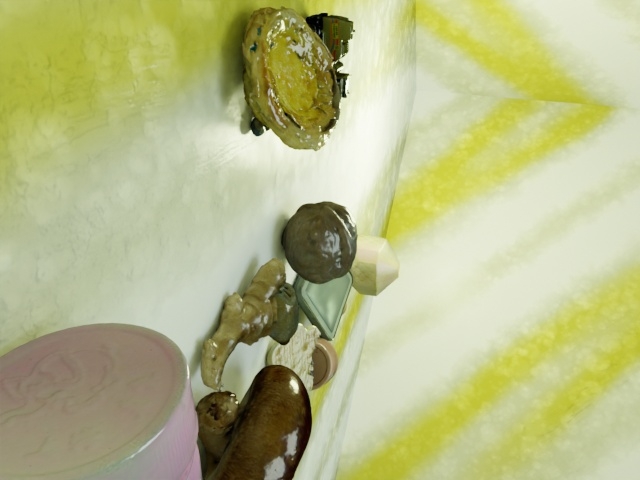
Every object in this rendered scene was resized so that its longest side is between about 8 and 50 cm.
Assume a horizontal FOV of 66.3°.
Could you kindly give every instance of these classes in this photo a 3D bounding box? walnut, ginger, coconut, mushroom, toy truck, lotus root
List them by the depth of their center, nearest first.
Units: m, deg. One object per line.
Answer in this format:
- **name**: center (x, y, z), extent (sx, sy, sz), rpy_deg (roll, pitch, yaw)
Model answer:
- **mushroom**: center (-0.135, 0.432, 0.998), extent (0.345, 0.239, 0.345), rpy_deg (-44, 156, -25)
- **ginger**: center (-0.154, 0.167, 1.005), extent (0.333, 0.081, 0.147), rpy_deg (-48, 145, -54)
- **toy truck**: center (0.016, -0.412, 1.199), extent (0.127, 0.127, 0.256), rpy_deg (-59, 158, -58)
- **lotus root**: center (-0.096, 0.191, 1.229), extent (0.113, 0.088, 0.192), rpy_deg (-72, 165, -53)
- **walnut**: center (0.000, 0.000, 1.268), extent (0.224, 0.224, 0.224), rpy_deg (9, 90, -76)
- **coconut**: center (0.197, 0.100, 1.970), extent (0.259, 0.260, 0.259), rpy_deg (9, 90, -76)

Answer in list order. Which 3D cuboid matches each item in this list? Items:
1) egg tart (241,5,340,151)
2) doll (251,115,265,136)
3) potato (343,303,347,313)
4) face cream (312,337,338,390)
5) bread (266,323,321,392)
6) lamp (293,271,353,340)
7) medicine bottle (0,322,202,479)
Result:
- **egg tart**: center (-0.070, -0.296, 0.932), extent (0.291, 0.107, 0.290), rpy_deg (11, 76, -54)
- **doll**: center (-0.114, -0.267, 0.977), extent (0.037, 0.027, 0.125), rpy_deg (31, 69, -66)
- **potato**: center (0.037, 0.226, 1.725), extent (0.112, 0.112, 0.146), rpy_deg (-56, 155, -58)
- **face cream**: center (-0.028, 0.368, 1.473), extent (0.104, 0.149, 0.149), rpy_deg (24, 76, -75)
- **bread**: center (-0.084, 0.350, 1.346), extent (0.182, 0.039, 0.250), rpy_deg (13, 85, -42)
- **lamp**: center (0.015, 0.142, 1.556), extent (0.266, 0.047, 0.269), rpy_deg (63, 37, -39)
- **medicine bottle**: center (-0.230, 0.276, 0.517), extent (0.212, 0.212, 0.325), rpy_deg (-56, 153, -58)
